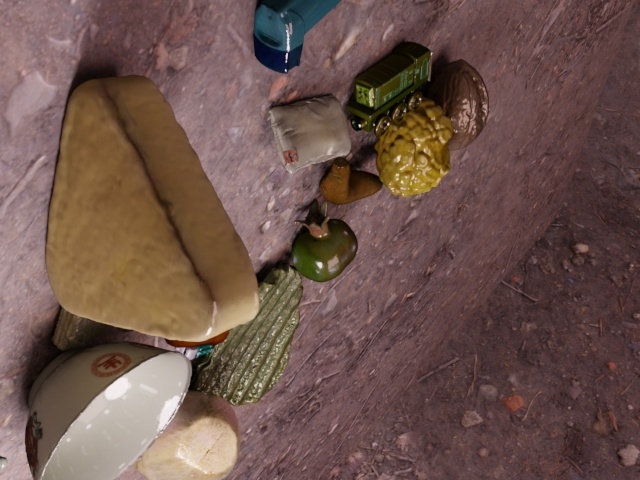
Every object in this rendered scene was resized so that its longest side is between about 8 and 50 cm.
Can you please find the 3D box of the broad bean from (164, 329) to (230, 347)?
[{"bbox_3d":[-0.246,0.173,1.772,0.114,0.084,0.165,-42,163,30],"label":"broad bean"}]

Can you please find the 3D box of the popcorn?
[{"bbox_3d":[0.199,-0.215,2.040,0.200,0.203,0.226,-35,112,-23],"label":"popcorn"}]

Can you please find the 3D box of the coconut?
[{"bbox_3d":[-0.292,0.422,1.896,0.237,0.236,0.197,-18,102,-56],"label":"coconut"}]

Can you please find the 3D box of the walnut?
[{"bbox_3d":[0.323,-0.326,2.142,0.178,0.178,0.230,-31,136,-46],"label":"walnut"}]

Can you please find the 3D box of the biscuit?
[{"bbox_3d":[-0.345,0.103,1.525,0.250,0.046,0.147,-14,133,-59],"label":"biscuit"}]

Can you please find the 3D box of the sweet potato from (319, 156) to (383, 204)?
[{"bbox_3d":[0.051,-0.128,1.937,0.108,0.079,0.346,-39,168,11],"label":"sweet potato"}]

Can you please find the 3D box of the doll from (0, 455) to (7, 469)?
[{"bbox_3d":[-0.564,0.385,1.472,0.083,0.050,0.076,-51,176,-14],"label":"doll"}]

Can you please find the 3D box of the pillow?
[{"bbox_3d":[-0.016,-0.207,1.701,0.229,0.051,0.128,-25,100,-53],"label":"pillow"}]

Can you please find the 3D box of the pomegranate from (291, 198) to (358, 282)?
[{"bbox_3d":[0.000,0.000,1.998,0.152,0.131,0.191,-47,138,-20],"label":"pomegranate"}]

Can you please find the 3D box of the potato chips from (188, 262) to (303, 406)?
[{"bbox_3d":[-0.157,0.241,2.073,0.429,0.070,0.358,-60,155,11],"label":"potato chips"}]

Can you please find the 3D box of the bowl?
[{"bbox_3d":[-0.393,0.281,1.525,0.337,0.157,0.337,-44,158,-23],"label":"bowl"}]

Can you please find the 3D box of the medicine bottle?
[{"bbox_3d":[-0.012,-0.398,1.458,0.258,0.079,0.124,-48,153,-19],"label":"medicine bottle"}]

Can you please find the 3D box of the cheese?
[{"bbox_3d":[-0.279,-0.002,1.260,0.104,0.384,0.384,-21,140,-46],"label":"cheese"}]

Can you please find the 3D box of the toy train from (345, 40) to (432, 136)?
[{"bbox_3d":[0.145,-0.320,1.886,0.225,0.090,0.137,-39,146,-34],"label":"toy train"}]

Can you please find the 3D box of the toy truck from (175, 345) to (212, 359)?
[{"bbox_3d":[-0.265,0.227,1.865,0.083,0.044,0.039,-8,126,-61],"label":"toy truck"}]
